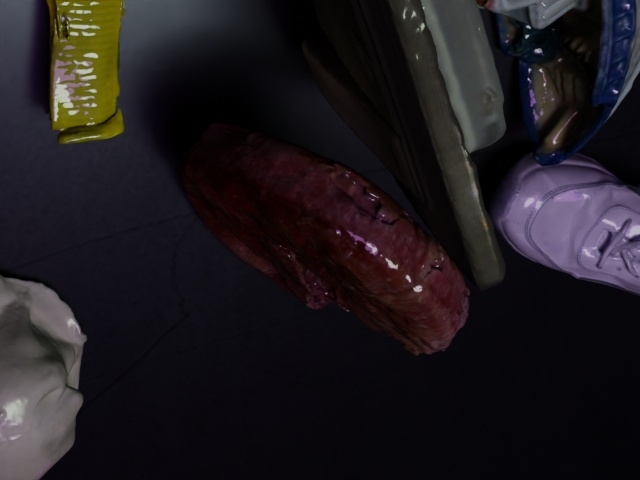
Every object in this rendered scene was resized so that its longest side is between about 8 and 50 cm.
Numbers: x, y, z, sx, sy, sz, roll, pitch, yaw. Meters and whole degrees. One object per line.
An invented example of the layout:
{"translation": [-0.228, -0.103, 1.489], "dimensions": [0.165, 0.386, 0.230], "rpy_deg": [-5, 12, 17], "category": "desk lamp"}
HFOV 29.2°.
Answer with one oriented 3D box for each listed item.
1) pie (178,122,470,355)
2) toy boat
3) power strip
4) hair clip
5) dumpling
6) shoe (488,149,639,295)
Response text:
{"translation": [0.000, 0.000, 0.805], "dimensions": [0.054, 0.218, 0.204], "rpy_deg": [-55, 141, -14], "category": "pie"}
{"translation": [0.152, -0.155, 0.833], "dimensions": [0.115, 0.114, 0.262], "rpy_deg": [-39, 138, -14], "category": "toy boat"}
{"translation": [0.041, -0.138, 0.702], "dimensions": [0.092, 0.257, 0.251], "rpy_deg": [-21, 127, -7], "category": "power strip"}
{"translation": [-0.140, -0.146, 0.744], "dimensions": [0.072, 0.046, 0.173], "rpy_deg": [-12, 125, -23], "category": "hair clip"}
{"translation": [-0.209, 0.108, 0.841], "dimensions": [0.127, 0.108, 0.188], "rpy_deg": [-14, 110, -46], "category": "dumpling"}
{"translation": [0.250, 0.001, 0.968], "dimensions": [0.245, 0.137, 0.095], "rpy_deg": [11, 110, -31], "category": "shoe"}
